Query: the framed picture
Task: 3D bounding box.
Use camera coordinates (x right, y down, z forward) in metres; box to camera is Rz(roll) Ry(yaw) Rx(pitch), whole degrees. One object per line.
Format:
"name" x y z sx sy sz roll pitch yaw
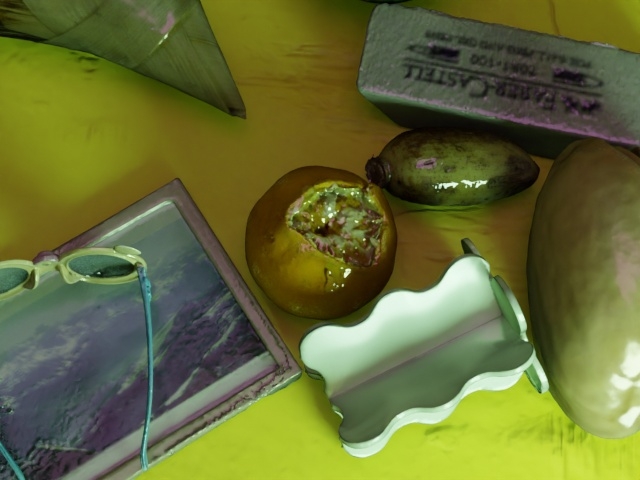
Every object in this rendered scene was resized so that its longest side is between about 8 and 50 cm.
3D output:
"framed picture" -0.222 0.118 1.325 0.335 0.022 0.247 -30 74 -11

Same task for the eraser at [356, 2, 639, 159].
"eraser" 0.215 -0.157 1.406 0.353 0.077 0.111 12 70 2

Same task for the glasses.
"glasses" -0.248 0.119 1.293 0.190 0.088 0.220 -9 91 -6

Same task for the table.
"table" 0.089 0.112 1.273 0.198 0.166 0.166 -26 74 -4

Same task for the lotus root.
"lotus root" 0.135 -0.077 1.370 0.179 0.089 0.080 -3 101 -10

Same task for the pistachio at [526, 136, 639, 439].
"pistachio" 0.282 0.044 1.297 0.162 0.181 0.293 5 77 -38

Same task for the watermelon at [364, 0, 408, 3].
"watermelon" 0.073 -0.316 1.418 0.232 0.127 0.204 -6 29 -17

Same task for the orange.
"orange" 0.000 0.000 1.316 0.155 0.134 0.154 -1 75 4

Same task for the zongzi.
"zongzi" -0.261 -0.217 1.382 0.289 0.154 0.317 -24 81 -2
